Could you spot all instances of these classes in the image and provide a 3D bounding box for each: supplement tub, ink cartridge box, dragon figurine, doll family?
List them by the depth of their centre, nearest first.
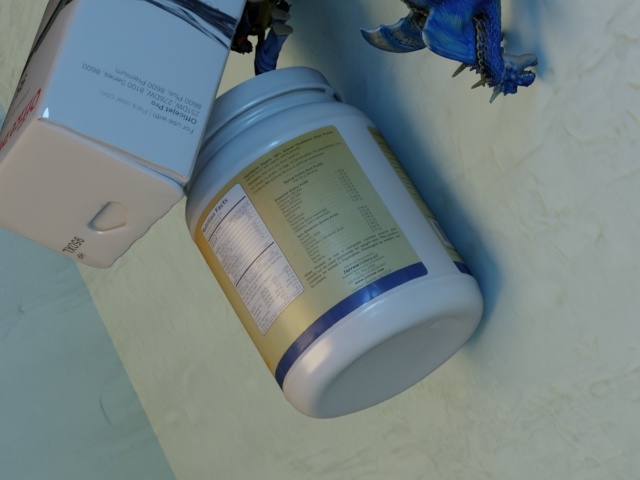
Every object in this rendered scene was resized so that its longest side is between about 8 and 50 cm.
[{"bbox_3d":[0.091,-0.190,1.555,0.085,0.289,0.144,19,103,38],"label":"dragon figurine"},{"bbox_3d":[-0.196,-0.207,1.950,0.285,0.166,0.395,-40,31,60],"label":"ink cartridge box"},{"bbox_3d":[0.000,0.000,1.963,0.316,0.228,0.228,59,159,22],"label":"supplement tub"},{"bbox_3d":[-0.068,-0.237,2.047,0.111,0.076,0.193,119,163,-44],"label":"doll family"}]
